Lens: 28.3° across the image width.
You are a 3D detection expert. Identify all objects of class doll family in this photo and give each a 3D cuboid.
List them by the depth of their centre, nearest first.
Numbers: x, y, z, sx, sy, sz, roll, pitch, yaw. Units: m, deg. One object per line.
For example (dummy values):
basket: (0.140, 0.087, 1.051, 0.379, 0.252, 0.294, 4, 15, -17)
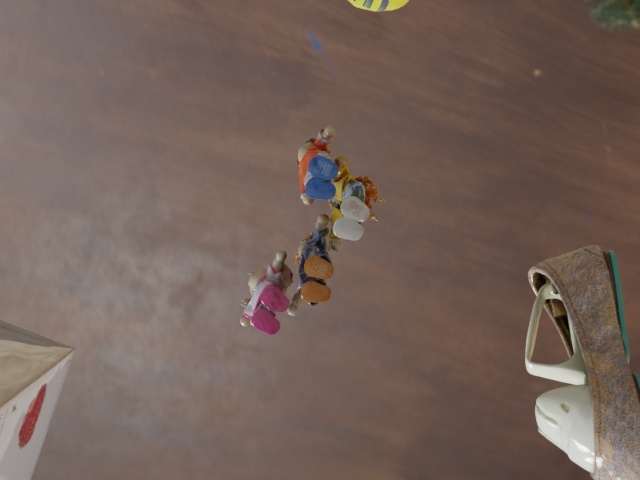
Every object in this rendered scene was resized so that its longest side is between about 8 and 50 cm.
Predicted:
doll family: (0.000, 0.000, 1.490, 0.118, 0.163, 0.263, 20, 102, -10)

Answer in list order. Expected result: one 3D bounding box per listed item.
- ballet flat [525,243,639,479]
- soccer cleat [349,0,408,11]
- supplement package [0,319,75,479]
ballet flat: (0.255, 0.138, 1.224, 0.106, 0.316, 0.107, -5, 135, 3)
soccer cleat: (0.060, -0.319, 1.361, 0.289, 0.121, 0.093, 39, 66, -62)
supplement package: (-0.386, 0.184, 1.275, 0.175, 0.293, 0.177, 20, 98, 1)
